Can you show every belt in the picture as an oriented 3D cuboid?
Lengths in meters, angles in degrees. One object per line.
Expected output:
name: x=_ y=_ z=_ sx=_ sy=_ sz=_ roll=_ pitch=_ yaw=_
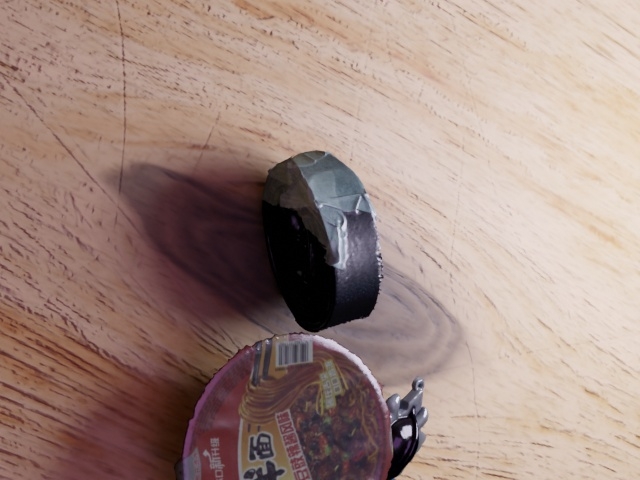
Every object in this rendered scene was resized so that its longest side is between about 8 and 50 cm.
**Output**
belt: x=0.000 y=0.000 z=1.685 sx=0.078 sy=0.151 sz=0.198 roll=-15 pitch=100 yaw=-28

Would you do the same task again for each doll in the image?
doll: x=0.077 y=0.251 z=1.803 sx=0.096 sy=0.070 sz=0.195 roll=30 pitch=86 yaw=-45

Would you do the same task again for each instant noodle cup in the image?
instant noodle cup: x=-0.054 y=0.231 z=1.710 sx=0.274 sy=0.091 sz=0.273 roll=-3 pitch=96 yaw=-31
